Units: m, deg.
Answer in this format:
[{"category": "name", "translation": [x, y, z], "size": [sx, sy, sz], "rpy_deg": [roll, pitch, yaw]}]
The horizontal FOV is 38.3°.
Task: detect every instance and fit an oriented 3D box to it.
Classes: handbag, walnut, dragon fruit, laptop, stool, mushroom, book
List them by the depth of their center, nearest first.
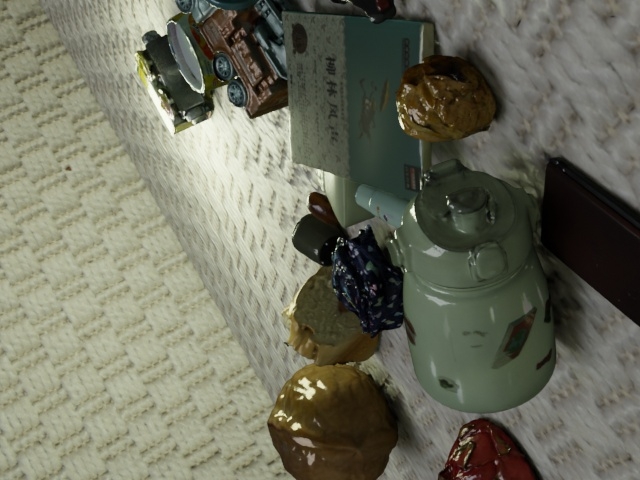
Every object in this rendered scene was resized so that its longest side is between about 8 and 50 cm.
[{"category": "laptop", "translation": [0.346, 0.007, 1.119], "size": [0.207, 0.026, 0.154], "rpy_deg": [48, 159, 40]}, {"category": "book", "translation": [0.051, -0.219, 1.432], "size": [0.379, 0.031, 0.264], "rpy_deg": [23, 122, 54]}, {"category": "handbag", "translation": [0.028, -0.168, 1.663], "size": [0.256, 0.079, 0.219], "rpy_deg": [88, 156, -53]}, {"category": "dragon fruit", "translation": [0.291, 0.454, 1.695], "size": [0.218, 0.148, 0.224], "rpy_deg": [66, 162, -13]}, {"category": "handbag", "translation": [0.088, 0.082, 1.787], "size": [0.162, 0.113, 0.260], "rpy_deg": [61, 170, 25]}, {"category": "mushroom", "translation": [0.006, -0.085, 1.837], "size": [0.088, 0.073, 0.129], "rpy_deg": [-87, -22, -72]}, {"category": "stool", "translation": [0.000, 0.000, 1.940], "size": [0.110, 0.096, 0.096], "rpy_deg": [39, 151, 43]}, {"category": "walnut", "translation": [0.033, 0.448, 2.181], "size": [0.306, 0.306, 0.344], "rpy_deg": [67, 168, -12]}]

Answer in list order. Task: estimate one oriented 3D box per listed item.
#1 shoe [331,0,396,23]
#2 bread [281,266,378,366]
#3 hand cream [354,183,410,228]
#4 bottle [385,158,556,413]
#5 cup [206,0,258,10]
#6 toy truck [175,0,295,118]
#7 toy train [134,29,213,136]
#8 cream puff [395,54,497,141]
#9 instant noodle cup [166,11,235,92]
[{"category": "shoe", "translation": [0.032, -0.384, 1.317], "size": [0.227, 0.099, 0.112], "rpy_deg": [41, 159, 47]}, {"category": "bread", "translation": [0.003, 0.198, 2.017], "size": [0.183, 0.211, 0.224], "rpy_deg": [46, 151, 25]}, {"category": "hand cream", "translation": [0.183, -0.024, 1.475], "size": [0.331, 0.058, 0.085], "rpy_deg": [29, 138, 42]}, {"category": "bottle", "translation": [0.199, 0.047, 1.246], "size": [0.229, 0.229, 0.351], "rpy_deg": [43, 158, 46]}, {"category": "cup", "translation": [-0.138, -0.539, 1.405], "size": [0.257, 0.219, 0.289], "rpy_deg": [95, 173, -59]}, {"category": "toy truck", "translation": [-0.130, -0.409, 1.659], "size": [0.184, 0.133, 0.338], "rpy_deg": [-32, 86, 50]}, {"category": "toy train", "translation": [-0.373, -0.397, 2.325], "size": [0.261, 0.134, 0.177], "rpy_deg": [61, 162, 5]}, {"category": "cream puff", "translation": [0.165, -0.186, 1.204], "size": [0.133, 0.119, 0.104], "rpy_deg": [25, 128, 19]}, {"category": "instant noodle cup", "translation": [-0.211, -0.400, 1.854], "size": [0.205, 0.153, 0.205], "rpy_deg": [53, 159, 31]}]
